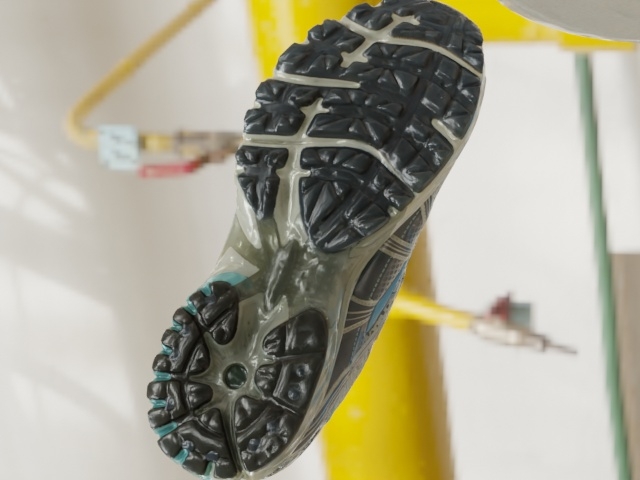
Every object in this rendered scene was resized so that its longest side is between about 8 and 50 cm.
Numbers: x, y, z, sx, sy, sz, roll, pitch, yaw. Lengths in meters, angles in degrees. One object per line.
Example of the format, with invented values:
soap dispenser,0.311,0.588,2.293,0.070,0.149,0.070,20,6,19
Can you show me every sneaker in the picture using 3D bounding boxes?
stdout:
sneaker,0.000,0.000,0.915,0.283,0.110,0.122,-60,-15,-8

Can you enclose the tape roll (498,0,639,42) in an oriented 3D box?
tape roll,0.225,-0.180,0.576,0.392,0.392,0.072,35,-139,-68
